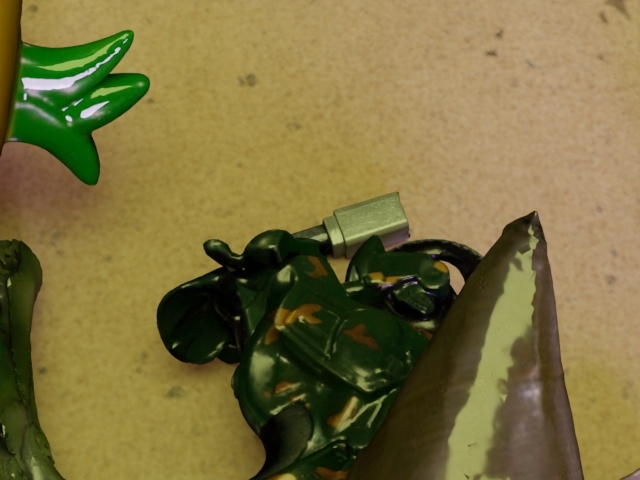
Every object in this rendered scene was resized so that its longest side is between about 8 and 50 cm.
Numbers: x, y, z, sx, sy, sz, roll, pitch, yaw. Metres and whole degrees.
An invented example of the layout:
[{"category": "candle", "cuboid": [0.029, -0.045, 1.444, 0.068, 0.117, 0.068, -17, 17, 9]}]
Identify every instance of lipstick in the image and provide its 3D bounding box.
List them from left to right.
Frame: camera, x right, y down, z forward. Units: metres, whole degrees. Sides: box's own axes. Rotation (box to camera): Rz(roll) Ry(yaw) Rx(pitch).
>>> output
[{"category": "lipstick", "cuboid": [0.000, 0.000, 1.109, 0.107, 0.025, 0.025, -17, 67, -8]}]

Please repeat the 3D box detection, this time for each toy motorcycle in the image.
[{"category": "toy motorcycle", "cuboid": [-0.008, 0.099, 0.984, 0.187, 0.125, 0.275, 6, 52, 9]}]

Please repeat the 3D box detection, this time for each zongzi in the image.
[{"category": "zongzi", "cuboid": [-0.033, 0.212, 0.798, 0.356, 0.174, 0.393, -13, 101, -4]}]

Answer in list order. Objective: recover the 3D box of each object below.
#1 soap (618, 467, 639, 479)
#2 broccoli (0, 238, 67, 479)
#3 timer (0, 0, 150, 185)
[{"category": "soap", "cuboid": [0.181, 0.265, 0.966, 0.181, 0.081, 0.259, -30, 71, -15]}, {"category": "broccoli", "cuboid": [-0.156, 0.124, 0.975, 0.198, 0.177, 0.275, 16, 51, 9]}, {"category": "timer", "cuboid": [-0.229, -0.091, 1.011, 0.285, 0.285, 0.285, 2, 64, -4]}]
